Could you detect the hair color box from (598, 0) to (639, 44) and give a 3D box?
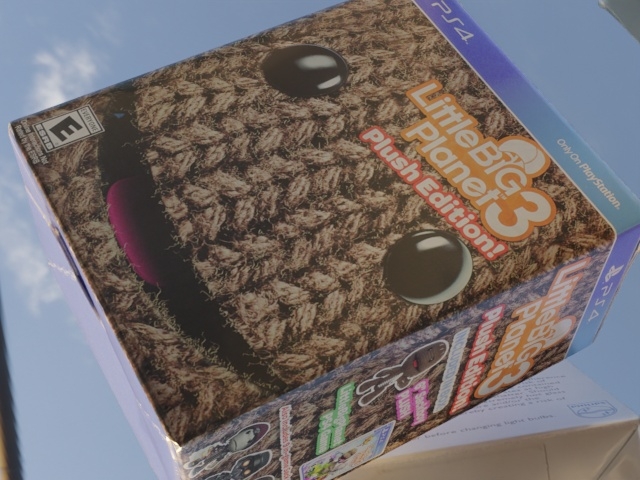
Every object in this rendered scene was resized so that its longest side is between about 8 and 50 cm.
[{"bbox_3d":[0.322,-0.141,0.523,0.113,0.374,0.185,56,-50,24],"label":"hair color box"}]

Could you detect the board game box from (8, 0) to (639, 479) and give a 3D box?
[{"bbox_3d":[0.000,0.000,0.645,0.291,0.141,0.232,-24,-121,-19],"label":"board game box"}]

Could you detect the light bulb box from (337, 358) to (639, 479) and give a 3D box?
[{"bbox_3d":[0.117,0.279,0.869,0.225,0.361,0.358,-8,-84,-2],"label":"light bulb box"}]
